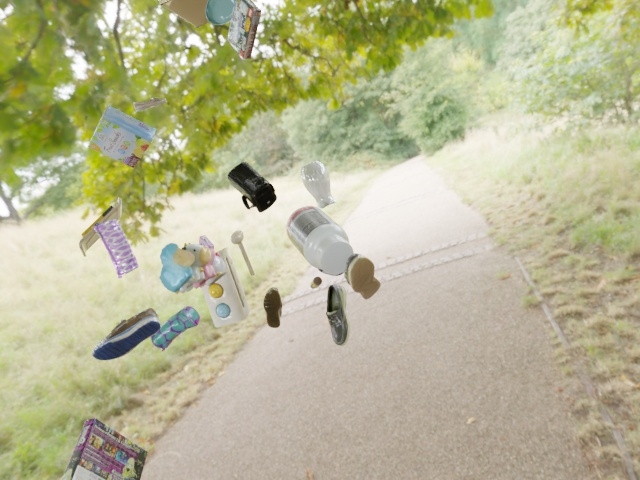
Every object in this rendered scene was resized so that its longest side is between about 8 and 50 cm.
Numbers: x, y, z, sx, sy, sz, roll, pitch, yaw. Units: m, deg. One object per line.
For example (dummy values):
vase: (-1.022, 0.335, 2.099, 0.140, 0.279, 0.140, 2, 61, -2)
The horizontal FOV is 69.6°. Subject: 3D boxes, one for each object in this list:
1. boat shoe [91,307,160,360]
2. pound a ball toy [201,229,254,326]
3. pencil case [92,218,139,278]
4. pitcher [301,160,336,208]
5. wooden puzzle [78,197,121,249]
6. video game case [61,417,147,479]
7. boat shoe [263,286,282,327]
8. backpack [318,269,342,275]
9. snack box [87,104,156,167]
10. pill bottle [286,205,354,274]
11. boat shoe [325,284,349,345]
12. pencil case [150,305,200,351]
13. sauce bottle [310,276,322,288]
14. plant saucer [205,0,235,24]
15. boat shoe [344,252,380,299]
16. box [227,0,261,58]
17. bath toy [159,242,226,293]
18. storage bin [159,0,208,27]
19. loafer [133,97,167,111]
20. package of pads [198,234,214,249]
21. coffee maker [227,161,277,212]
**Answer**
boat shoe: (-0.487, 0.235, 1.158, 0.183, 0.066, 0.066, -28, 44, -3)
pound a ball toy: (-0.350, 0.144, 1.728, 0.208, 0.319, 0.136, -16, 8, 10)
pencil case: (-0.728, 0.023, 1.643, 0.086, 0.206, 0.088, -16, 17, 24)
pitcher: (-0.016, -0.249, 2.113, 0.125, 0.207, 0.177, -24, 5, -17)
wooden puzzle: (-0.866, -0.054, 1.809, 0.239, 0.044, 0.221, -58, 14, -22)
video game case: (-0.586, 0.636, 1.255, 0.041, 0.232, 0.210, -18, 39, 16)
boat shoe: (-0.146, 0.201, 1.424, 0.056, 0.152, 0.049, 4, 32, -1)
backpack: (0.065, 0.091, 2.309, 0.158, 0.173, 0.117, 11, 43, -4)
snack box: (-0.715, -0.367, 1.654, 0.207, 0.174, 0.070, -29, 45, 45)
pill bottle: (0.000, 0.000, 1.713, 0.176, 0.176, 0.318, -33, 32, -7)
boat shoe: (0.054, 0.268, 1.673, 0.080, 0.073, 0.224, -17, 65, 37)
pencil case: (-0.443, 0.268, 1.407, 0.151, 0.070, 0.064, -36, -5, 11)
sauce bottle: (-0.023, 0.189, 2.036, 0.042, 0.042, 0.128, -36, -4, -18)
plant saucer: (-0.278, -0.676, 1.337, 0.119, 0.119, 0.021, -26, -17, 16)
boat shoe: (0.121, 0.108, 1.477, 0.092, 0.285, 0.103, 39, 85, 28)
box: (-0.207, -0.576, 1.238, 0.027, 0.094, 0.137, -21, -29, -36)
bath toy: (-0.393, 0.073, 1.461, 0.151, 0.129, 0.348, -40, -5, 2)
storage bin: (-0.418, -0.899, 1.628, 0.260, 0.123, 0.262, -19, 2, 15)
loafer: (-0.660, -0.534, 1.782, 0.125, 0.039, 0.045, -27, 20, -21)
package of pads: (-0.489, 0.020, 1.979, 0.032, 0.050, 0.083, -20, 48, -40)
coffee maker: (-0.263, -0.223, 1.763, 0.120, 0.171, 0.178, -27, 53, -32)
